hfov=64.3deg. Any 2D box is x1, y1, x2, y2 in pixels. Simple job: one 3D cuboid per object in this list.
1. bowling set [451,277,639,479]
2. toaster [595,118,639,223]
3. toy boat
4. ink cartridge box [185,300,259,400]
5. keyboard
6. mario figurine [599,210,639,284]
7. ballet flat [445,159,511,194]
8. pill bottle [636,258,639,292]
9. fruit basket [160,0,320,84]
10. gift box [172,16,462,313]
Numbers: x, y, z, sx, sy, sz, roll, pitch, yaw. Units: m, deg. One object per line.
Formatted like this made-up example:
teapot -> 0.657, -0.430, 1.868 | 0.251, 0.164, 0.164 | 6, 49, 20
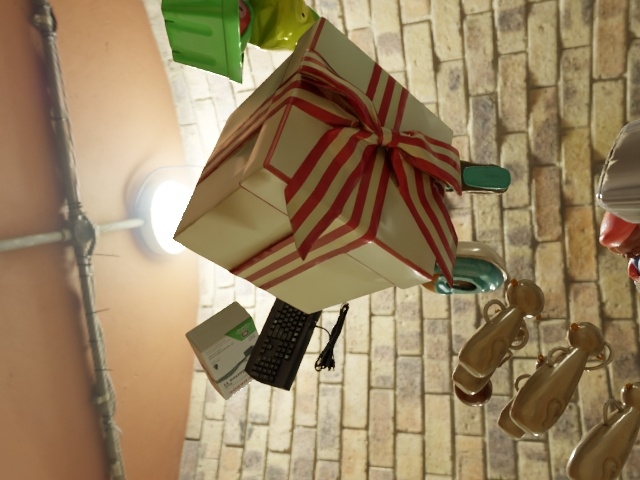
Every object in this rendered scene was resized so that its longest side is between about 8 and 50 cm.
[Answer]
bowling set -> 0.260, 0.159, 0.661 | 0.154, 0.200, 0.287 | -47, -74, -13
toaster -> 0.564, -0.112, 0.841 | 0.227, 0.129, 0.146 | -68, 12, -5
toy boat -> 0.299, 0.059, 1.281 | 0.318, 0.268, 0.148 | 37, -120, -39
ink cartridge box -> -0.227, 0.281, 1.288 | 0.153, 0.087, 0.208 | -35, -45, -23
keyboard -> -0.033, 0.185, 1.151 | 0.317, 0.202, 0.033 | -67, -27, -26
mario figurine -> 0.807, 0.029, 1.195 | 0.170, 0.198, 0.320 | -6, -120, -55
ballet flat -> 0.373, -0.184, 1.463 | 0.124, 0.343, 0.116 | 151, 122, -71
pill bottle -> 0.595, 0.023, 0.857 | 0.160, 0.087, 0.087 | -56, -31, -17
fruit basket -> -0.165, -0.568, 1.200 | 0.283, 0.392, 0.392 | 107, 169, -68
gift box -> 0.008, -0.054, 0.603 | 0.255, 0.258, 0.276 | 28, -124, -28
